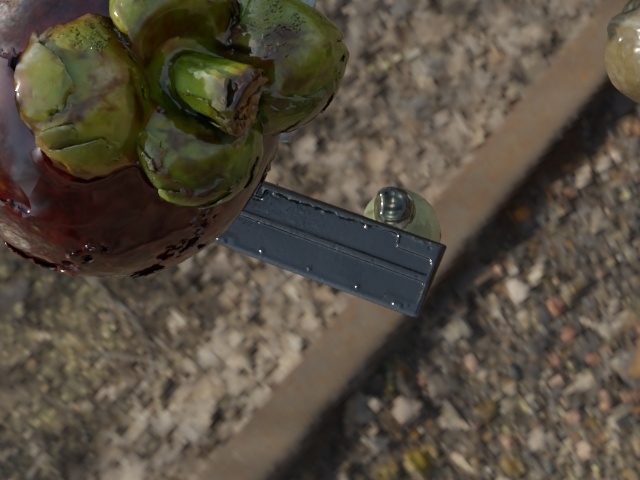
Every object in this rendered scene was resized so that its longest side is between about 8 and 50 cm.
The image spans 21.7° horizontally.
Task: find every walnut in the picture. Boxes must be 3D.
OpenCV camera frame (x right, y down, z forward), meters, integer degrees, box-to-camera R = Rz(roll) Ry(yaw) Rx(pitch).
[{"bbox_3d":[0.384,-0.215,1.847,0.140,0.140,0.162,-50,27,-10],"label":"walnut"}]

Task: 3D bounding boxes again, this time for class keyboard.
[{"bbox_3d":[0.000,0.000,1.318,0.198,0.010,0.064,20,86,22],"label":"keyboard"}]

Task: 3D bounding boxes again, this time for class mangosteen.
[{"bbox_3d":[-0.083,-0.065,0.748,0.180,0.166,0.166,-6,53,57],"label":"mangosteen"}]

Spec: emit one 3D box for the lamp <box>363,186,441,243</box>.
[{"bbox_3d":[0.103,-0.006,2.084,0.101,0.250,0.101,-3,72,9],"label":"lamp"}]

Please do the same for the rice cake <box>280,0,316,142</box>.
[{"bbox_3d":[-0.031,-0.198,1.678,0.043,0.034,0.211,14,68,-11],"label":"rice cake"}]
